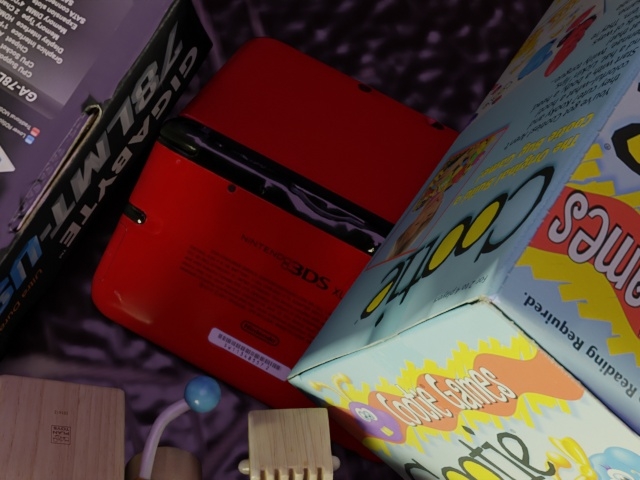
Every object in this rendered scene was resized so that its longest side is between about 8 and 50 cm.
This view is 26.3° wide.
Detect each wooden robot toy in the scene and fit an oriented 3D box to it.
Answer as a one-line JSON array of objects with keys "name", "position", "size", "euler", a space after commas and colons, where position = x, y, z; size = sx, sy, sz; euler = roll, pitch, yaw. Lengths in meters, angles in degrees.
[{"name": "wooden robot toy", "position": [-0.078, 0.090, 0.434], "size": [0.173, 0.076, 0.079], "euler": [9, 44, -17]}]

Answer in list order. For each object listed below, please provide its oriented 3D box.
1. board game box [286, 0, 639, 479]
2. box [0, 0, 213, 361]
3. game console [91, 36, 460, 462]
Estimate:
[{"name": "board game box", "position": [0.139, -0.023, 0.479], "size": [0.142, 0.144, 0.275], "euler": [41, 64, -9]}, {"name": "box", "position": [-0.242, -0.039, 0.509], "size": [0.295, 0.073, 0.293], "euler": [31, 84, 9]}, {"name": "game console", "position": [0.000, 0.000, 0.566], "size": [0.144, 0.085, 0.124], "euler": [28, 102, 7]}]
